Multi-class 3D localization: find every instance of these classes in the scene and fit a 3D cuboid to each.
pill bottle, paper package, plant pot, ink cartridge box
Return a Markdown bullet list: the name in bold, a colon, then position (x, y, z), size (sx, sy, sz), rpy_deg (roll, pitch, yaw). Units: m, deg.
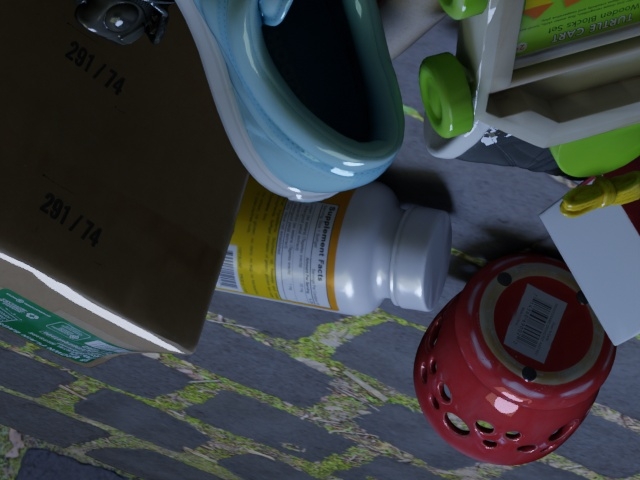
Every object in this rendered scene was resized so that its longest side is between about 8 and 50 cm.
- **pill bottle**: position (0.000, 0.000, 1.831), size (0.246, 0.136, 0.136), rpy_deg (10, 158, 17)
- **paper package**: position (-0.234, -0.088, 1.558), size (0.325, 0.309, 0.168), rpy_deg (31, 155, -34)
- **plant pot**: position (0.208, 0.119, 1.900), size (0.191, 0.191, 0.174), rpy_deg (19, 153, -5)
- **ink cartridge box**: position (0.295, -0.020, 1.463), size (0.127, 0.176, 0.128), rpy_deg (60, 159, 7)

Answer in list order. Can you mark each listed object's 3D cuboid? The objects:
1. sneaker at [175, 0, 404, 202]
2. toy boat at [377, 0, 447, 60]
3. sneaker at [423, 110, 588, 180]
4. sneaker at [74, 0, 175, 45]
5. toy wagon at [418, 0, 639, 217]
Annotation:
- **sneaker**: position (-0.037, -0.201, 1.193), size (0.366, 0.135, 0.150), rpy_deg (62, 155, -11)
- **toy boat**: position (0.062, -0.231, 1.261), size (0.151, 0.151, 0.231), rpy_deg (50, 154, -2)
- **sneaker**: position (0.211, -0.135, 1.418), size (0.147, 0.104, 0.296), rpy_deg (9, 155, -24)
- **sneaker**: position (-0.114, -0.219, 1.397), size (0.087, 0.130, 0.227), rpy_deg (27, 154, -29)
- **toy wagon**: position (0.195, -0.142, 1.213), size (0.267, 0.068, 0.344), rpy_deg (-15, 147, -11)
